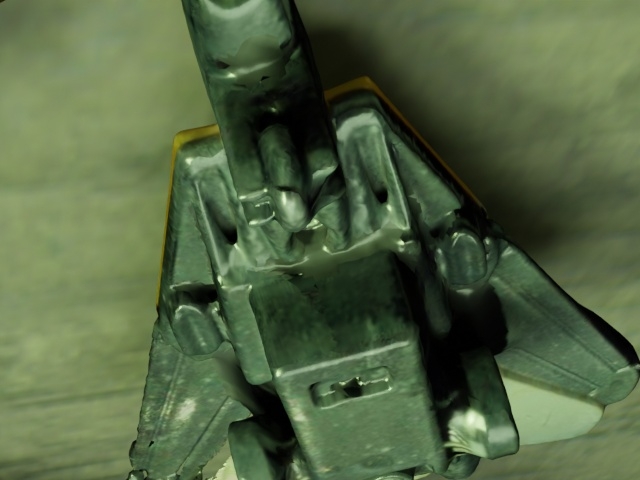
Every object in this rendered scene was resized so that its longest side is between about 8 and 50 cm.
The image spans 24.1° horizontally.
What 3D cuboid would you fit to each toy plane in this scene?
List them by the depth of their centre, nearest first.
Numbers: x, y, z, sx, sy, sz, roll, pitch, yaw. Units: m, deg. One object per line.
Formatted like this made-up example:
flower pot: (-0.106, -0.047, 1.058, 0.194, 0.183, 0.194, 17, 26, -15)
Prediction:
toy plane: (0.003, 0.011, 0.460, 0.204, 0.103, 0.316, -17, 152, 1)

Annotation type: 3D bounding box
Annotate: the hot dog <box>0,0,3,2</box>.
hot dog: (-0.195, -0.005, 0.322, 0.326, 0.107, 0.194, -26, 151, 17)
